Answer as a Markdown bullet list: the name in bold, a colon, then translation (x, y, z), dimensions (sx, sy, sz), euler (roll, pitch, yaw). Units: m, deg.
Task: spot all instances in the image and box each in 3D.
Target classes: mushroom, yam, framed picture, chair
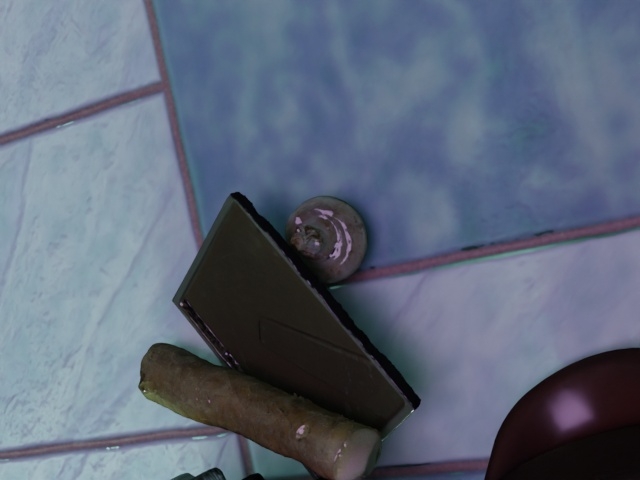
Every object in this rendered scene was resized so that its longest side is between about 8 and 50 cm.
- **mushroom**: translation (0.000, 0.000, 0.867), dimensions (0.085, 0.079, 0.085), euler (1, 93, 23)
- **yam**: translation (-0.067, 0.165, 0.891), dimensions (0.300, 0.066, 0.066), euler (12, 101, 39)
- **framed picture**: translation (-0.034, 0.103, 0.888), dimensions (0.265, 0.018, 0.192), euler (49, 137, 14)
- **chair**: translation (0.250, 0.298, 0.694), dimensions (0.227, 0.226, 0.400), euler (-24, 83, 26)

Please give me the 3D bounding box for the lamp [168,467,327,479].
- **lamp**: translation (-0.090, 0.347, 0.802), dimensions (0.272, 0.205, 0.374), euler (32, 91, 16)
